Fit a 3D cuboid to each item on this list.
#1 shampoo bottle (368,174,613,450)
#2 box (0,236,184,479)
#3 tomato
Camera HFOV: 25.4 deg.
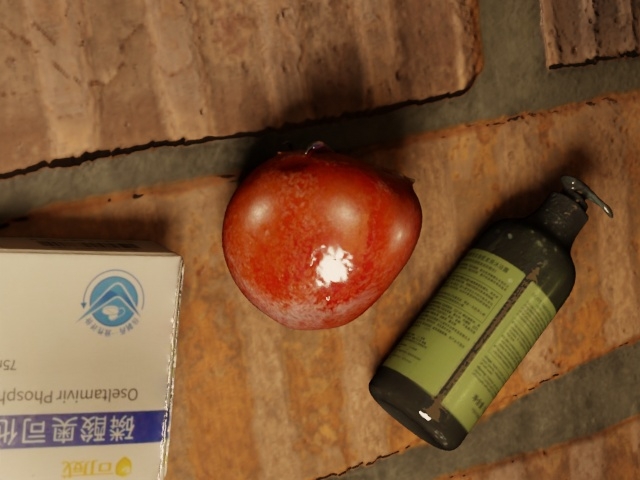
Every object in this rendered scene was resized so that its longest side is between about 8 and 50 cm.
[{"bbox_3d":[0.164,0.056,1.313,0.101,0.101,0.284,44,77,-27],"label":"shampoo bottle"},{"bbox_3d":[-0.282,0.097,1.102,0.343,0.065,0.200,1,98,-28],"label":"box"},{"bbox_3d":[0.000,0.000,1.185,0.167,0.167,0.167,-5,101,-27],"label":"tomato"}]
